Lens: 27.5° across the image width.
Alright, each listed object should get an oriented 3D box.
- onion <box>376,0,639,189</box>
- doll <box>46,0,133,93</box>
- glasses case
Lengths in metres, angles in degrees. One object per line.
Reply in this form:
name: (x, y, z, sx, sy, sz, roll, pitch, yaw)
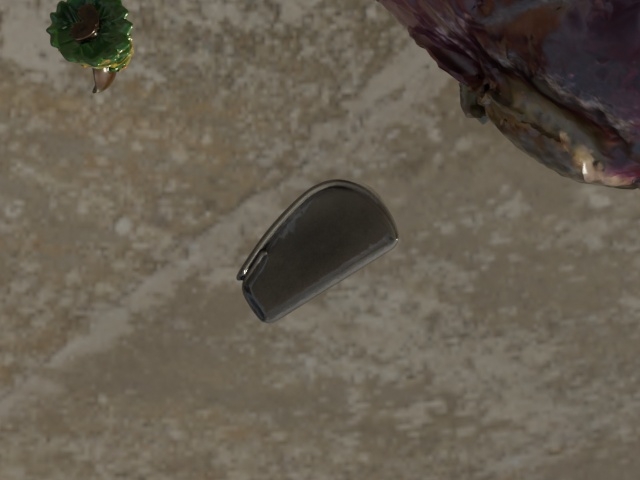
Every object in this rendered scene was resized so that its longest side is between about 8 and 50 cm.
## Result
onion: (0.146, -0.188, 0.425, 0.349, 0.267, 0.159, -59, 151, 4)
doll: (-0.195, -0.183, 1.229, 0.076, 0.078, 0.113, 12, 168, 25)
glasses case: (0.000, 0.000, 0.631, 0.072, 0.042, 0.190, -40, -179, 3)
